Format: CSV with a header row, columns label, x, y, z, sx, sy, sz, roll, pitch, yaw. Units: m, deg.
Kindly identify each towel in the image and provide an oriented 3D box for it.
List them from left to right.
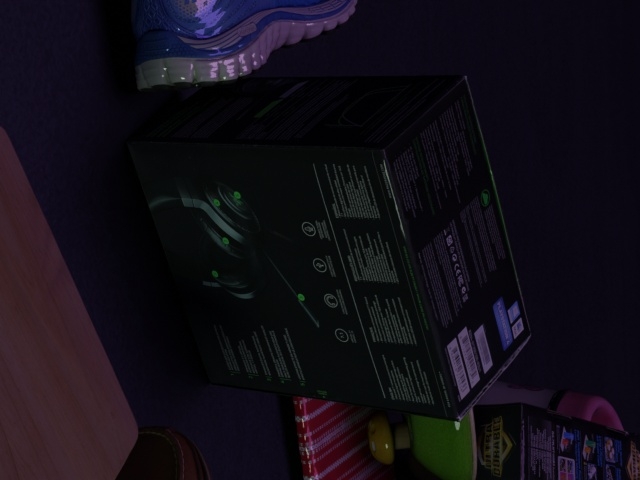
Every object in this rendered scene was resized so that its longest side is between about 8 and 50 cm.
label,x,y,z,sx,sy,sz,roll,pitch,yaw
towel,0.017,0.174,1.636,0.199,0.031,0.275,-24,107,-65

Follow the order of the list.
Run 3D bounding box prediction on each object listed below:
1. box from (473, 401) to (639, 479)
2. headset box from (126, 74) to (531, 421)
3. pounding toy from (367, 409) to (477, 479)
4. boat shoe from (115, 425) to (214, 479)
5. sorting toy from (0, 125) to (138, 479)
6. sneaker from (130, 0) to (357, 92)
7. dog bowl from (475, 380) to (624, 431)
label,x,y,z,sx,sy,sz,roll,pitch,yaw
box,0.263,0.338,1.735,0.293,0.073,0.295,19,67,-51
headset box,0.000,0.000,1.340,0.131,0.283,0.246,-42,124,-42
pounding toy,0.086,0.168,1.664,0.237,0.110,0.183,102,-21,-80
boat shoe,-0.152,0.253,1.135,0.104,0.110,0.307,59,34,-47
sorting toy,-0.238,0.105,0.994,0.255,0.089,0.257,-63,140,-51
sneaker,-0.064,-0.238,1.412,0.330,0.130,0.147,-45,128,-60
dog bowl,0.300,0.368,2.022,0.408,0.150,0.408,-8,90,-69
